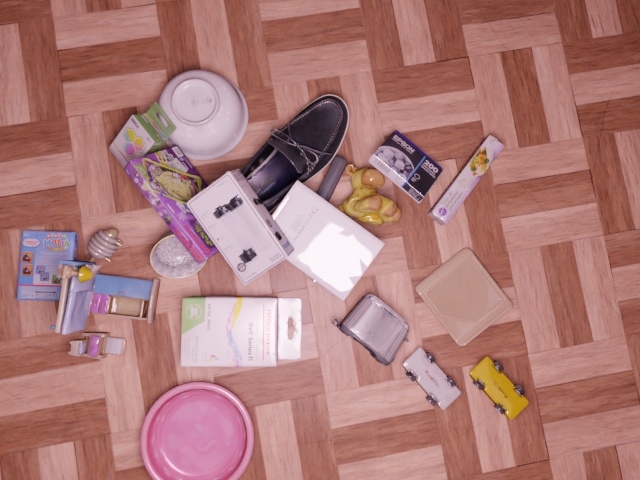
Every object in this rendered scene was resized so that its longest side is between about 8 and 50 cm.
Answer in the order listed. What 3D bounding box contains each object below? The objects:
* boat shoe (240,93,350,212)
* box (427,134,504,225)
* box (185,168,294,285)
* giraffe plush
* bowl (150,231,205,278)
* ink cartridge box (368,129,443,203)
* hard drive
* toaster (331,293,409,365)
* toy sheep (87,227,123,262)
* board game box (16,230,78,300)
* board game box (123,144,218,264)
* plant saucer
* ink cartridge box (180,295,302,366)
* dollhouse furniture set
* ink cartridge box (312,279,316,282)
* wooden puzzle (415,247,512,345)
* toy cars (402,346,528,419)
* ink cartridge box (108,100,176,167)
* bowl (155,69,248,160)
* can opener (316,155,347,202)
[{"bbox_3d":[-0.089,-0.262,1.570,0.187,0.156,0.500,44,83,3],"label":"boat shoe"},{"bbox_3d":[0.468,-0.194,1.637,0.063,0.067,0.324,38,85,1],"label":"box"},{"bbox_3d":[-0.226,-0.040,1.450,0.169,0.087,0.290,-34,95,17],"label":"box"},{"bbox_3d":[0.148,-0.151,1.587,0.210,0.181,0.171,0,72,31],"label":"giraffe plush"},{"bbox_3d":[-0.435,0.027,1.549,0.170,0.080,0.170,-12,130,-15],"label":"bowl"},{"bbox_3d":[0.281,-0.247,1.594,0.206,0.045,0.208,39,52,0],"label":"ink cartridge box"},{"bbox_3d":[0.000,0.000,1.507,0.318,0.040,0.210,36,92,1],"label":"hard drive"},{"bbox_3d":[0.160,0.263,1.553,0.227,0.129,0.146,39,80,3],"label":"toaster"},{"bbox_3d":[-0.663,0.016,1.551,0.091,0.091,0.132,36,90,0],"label":"toy sheep"},{"bbox_3d":[-0.836,0.078,1.557,0.160,0.039,0.212,2,86,-3],"label":"board game box"},{"bbox_3d":[-0.396,-0.112,1.508,0.056,0.208,0.347,-35,93,29],"label":"board game box"},{"bbox_3d":[-0.363,0.587,1.518,0.331,0.084,0.333,0,85,-4],"label":"plant saucer"},{"bbox_3d":[-0.231,0.271,1.532,0.352,0.119,0.207,0,85,-3],"label":"ink cartridge box"},{"bbox_3d":[-0.606,0.210,1.426,0.197,0.303,0.287,7,85,-2],"label":"dollhouse furniture set"},{"bbox_3d":[0.007,0.072,1.578,0.052,0.088,0.123,8,85,-1],"label":"ink cartridge box"},{"bbox_3d":[0.455,0.179,1.620,0.220,0.044,0.239,-37,84,-5],"label":"wooden puzzle"},{"bbox_3d":[0.440,0.440,1.576,0.393,0.087,0.177,8,80,1],"label":"toy cars"},{"bbox_3d":[-0.543,-0.311,1.544,0.209,0.062,0.109,-40,87,28],"label":"ink cartridge box"},{"bbox_3d":[-0.378,-0.408,1.576,0.297,0.134,0.298,0,86,-3],"label":"bowl"},{"bbox_3d":[-0.007,-0.143,1.603,0.093,0.074,0.281,31,84,1],"label":"can opener"}]
